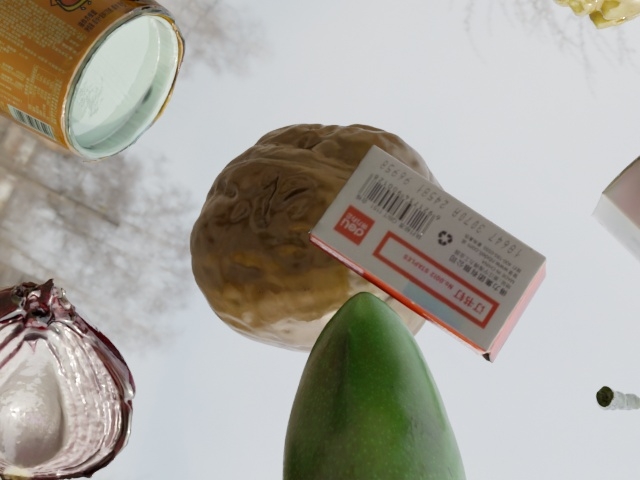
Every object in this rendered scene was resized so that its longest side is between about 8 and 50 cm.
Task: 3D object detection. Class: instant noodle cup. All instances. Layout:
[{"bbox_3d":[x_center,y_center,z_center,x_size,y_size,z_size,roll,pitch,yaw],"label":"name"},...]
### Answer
[{"bbox_3d":[-0.251,-0.192,1.004,0.216,0.172,0.216,-48,159,-24],"label":"instant noodle cup"}]

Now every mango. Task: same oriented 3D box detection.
[{"bbox_3d":[0.057,0.240,1.101,0.201,0.225,0.382,-16,-116,27],"label":"mango"}]

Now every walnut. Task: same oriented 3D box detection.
[{"bbox_3d":[0.000,0.000,1.477,0.397,0.308,0.354,11,-140,35],"label":"walnut"}]

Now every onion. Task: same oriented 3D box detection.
[{"bbox_3d":[-0.298,0.124,1.055,0.120,0.227,0.284,-96,-156,-51],"label":"onion"}]

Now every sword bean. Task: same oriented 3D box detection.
[{"bbox_3d":[0.533,0.286,1.816,0.043,0.269,0.038,-19,-108,24],"label":"sword bean"}]

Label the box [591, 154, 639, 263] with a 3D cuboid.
[{"bbox_3d":[0.568,-0.005,1.639,0.106,0.252,0.203,-42,167,2],"label":"box"}]

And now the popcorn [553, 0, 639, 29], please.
[{"bbox_3d":[0.336,-0.359,1.124,0.190,0.250,0.250,-34,-146,48],"label":"popcorn"}]

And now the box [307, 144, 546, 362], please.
[{"bbox_3d":[0.113,0.013,1.041,0.123,0.229,0.050,-56,174,-13],"label":"box"}]
